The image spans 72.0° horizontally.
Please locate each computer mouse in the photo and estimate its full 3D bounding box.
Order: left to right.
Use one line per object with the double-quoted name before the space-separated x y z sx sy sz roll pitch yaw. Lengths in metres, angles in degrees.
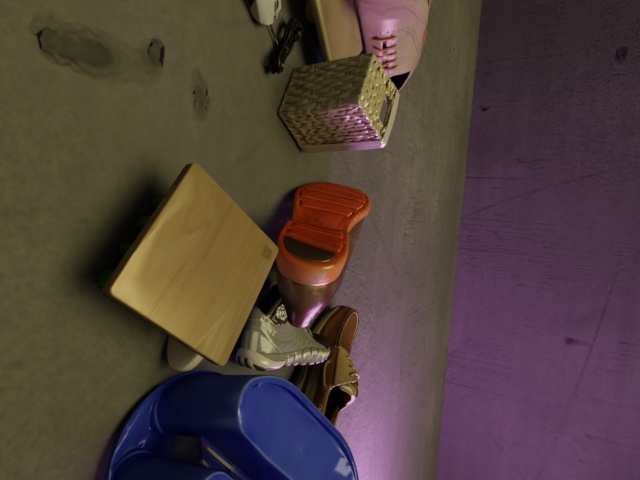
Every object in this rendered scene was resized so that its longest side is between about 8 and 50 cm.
"computer mouse" -0.075 -0.347 0.623 0.106 0.042 0.193 -65 147 -30

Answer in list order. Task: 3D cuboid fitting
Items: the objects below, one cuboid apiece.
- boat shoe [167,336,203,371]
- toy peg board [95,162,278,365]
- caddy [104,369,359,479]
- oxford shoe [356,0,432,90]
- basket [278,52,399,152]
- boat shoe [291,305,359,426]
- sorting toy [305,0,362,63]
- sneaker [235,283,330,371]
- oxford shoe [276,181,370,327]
"boat shoe" -0.139 0.086 0.580 0.063 0.066 0.184 56 38 -49
"toy peg board" -0.149 0.029 0.497 0.161 0.079 0.161 50 52 -39
"caddy" -0.101 0.316 0.556 0.341 0.179 0.241 55 37 -27
"oxford shoe" 0.152 -0.417 0.900 0.397 0.140 0.147 -3 104 -70
"basket" 0.028 -0.220 0.719 0.103 0.167 0.114 41 59 -50
"boat shoe" 0.018 0.274 0.841 0.324 0.119 0.123 -61 145 -36
"sorting toy" 0.021 -0.391 0.788 0.348 0.047 0.196 72 32 -45
"sneaker" -0.045 0.137 0.737 0.228 0.086 0.132 13 81 -61
"oxford shoe" 0.000 0.000 0.747 0.364 0.129 0.133 -59 162 -60
